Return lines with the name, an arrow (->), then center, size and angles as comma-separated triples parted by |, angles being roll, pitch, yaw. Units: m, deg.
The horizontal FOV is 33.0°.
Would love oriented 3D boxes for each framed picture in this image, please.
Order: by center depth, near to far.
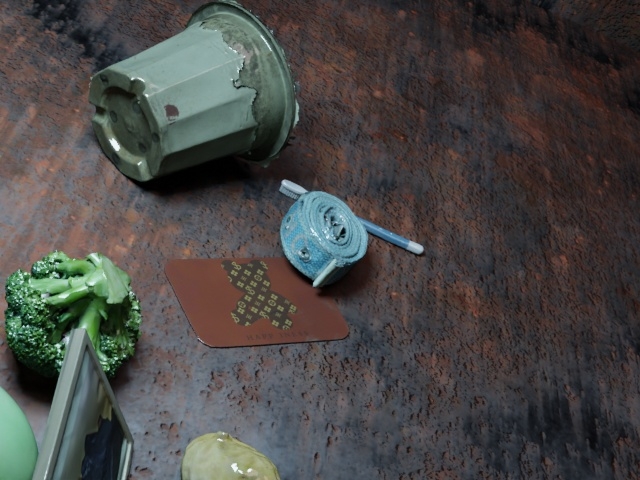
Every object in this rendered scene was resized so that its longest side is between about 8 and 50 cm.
framed picture -> -0.251, 0.251, 1.155 | 0.018, 0.192, 0.265 | -9, 38, 7

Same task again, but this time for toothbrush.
toothbrush -> 0.054, -0.036, 1.868 | 0.275, 0.025, 0.019 | 26, 40, -8

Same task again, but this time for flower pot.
flower pot -> -0.210, -0.219, 1.730 | 0.290, 0.290, 0.259 | 43, 47, 20

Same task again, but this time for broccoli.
broccoli -> -0.302, 0.096, 1.339 | 0.195, 0.156, 0.195 | 52, 14, -18

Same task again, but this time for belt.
belt -> 0.002, -0.004, 1.731 | 0.148, 0.082, 0.163 | 48, 28, 14

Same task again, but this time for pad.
pad -> -0.092, 0.088, 1.617 | 0.267, 0.004, 0.181 | 0, 44, -36

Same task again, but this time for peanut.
peanut -> -0.074, 0.325, 1.233 | 0.101, 0.117, 0.263 | -22, 59, -25

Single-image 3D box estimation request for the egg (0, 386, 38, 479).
egg -> -0.410, 0.212, 1.047 | 0.269, 0.220, 0.220 | 24, 34, -21
